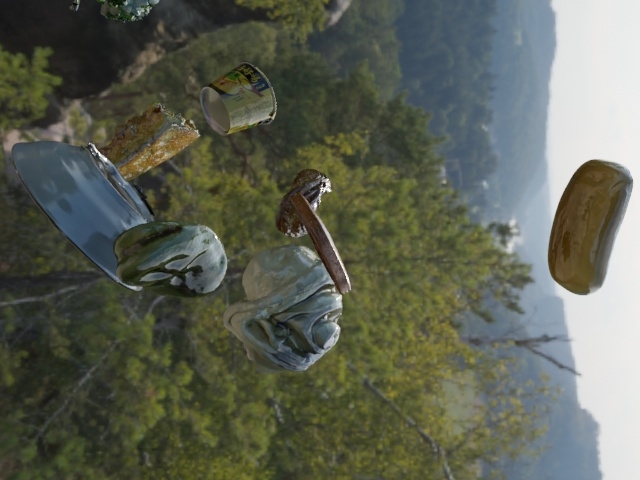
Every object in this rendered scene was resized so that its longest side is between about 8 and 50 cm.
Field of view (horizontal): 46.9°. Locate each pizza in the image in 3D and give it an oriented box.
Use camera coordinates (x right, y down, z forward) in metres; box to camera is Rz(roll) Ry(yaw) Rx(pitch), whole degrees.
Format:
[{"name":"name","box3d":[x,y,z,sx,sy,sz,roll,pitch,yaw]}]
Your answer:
[{"name":"pizza","box3d":[-0.409,-0.194,1.644,0.087,0.268,0.258,51,3,4]}]

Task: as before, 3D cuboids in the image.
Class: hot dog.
[{"name":"hot dog","box3d":[-0.043,-0.109,2.073,0.259,0.114,0.175,-67,179,-66]}]

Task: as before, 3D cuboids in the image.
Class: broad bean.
[{"name":"broad bean","box3d":[-0.223,0.031,1.125,0.206,0.153,0.072,25,38,-59]}]

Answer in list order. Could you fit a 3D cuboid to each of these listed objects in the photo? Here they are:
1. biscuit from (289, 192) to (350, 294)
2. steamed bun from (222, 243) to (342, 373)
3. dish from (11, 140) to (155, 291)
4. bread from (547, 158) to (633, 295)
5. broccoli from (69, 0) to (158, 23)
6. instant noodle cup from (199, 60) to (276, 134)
[{"name":"biscuit","box3d":[0.001,0.000,1.500,0.192,0.036,0.186,66,-6,-35]},{"name":"steamed bun","box3d":[-0.071,0.202,1.951,0.352,0.247,0.339,-50,139,-1]},{"name":"dish","box3d":[-0.365,-0.065,1.232,0.316,0.106,0.316,52,0,0]},{"name":"bread","box3d":[0.420,-0.023,1.171,0.147,0.098,0.217,11,96,-76]},{"name":"broccoli","box3d":[-0.262,-0.319,0.665,0.297,0.297,0.298,-22,90,-81]},{"name":"instant noodle cup","box3d":[-0.190,-0.310,1.655,0.122,0.151,0.152,-31,126,-28]}]
